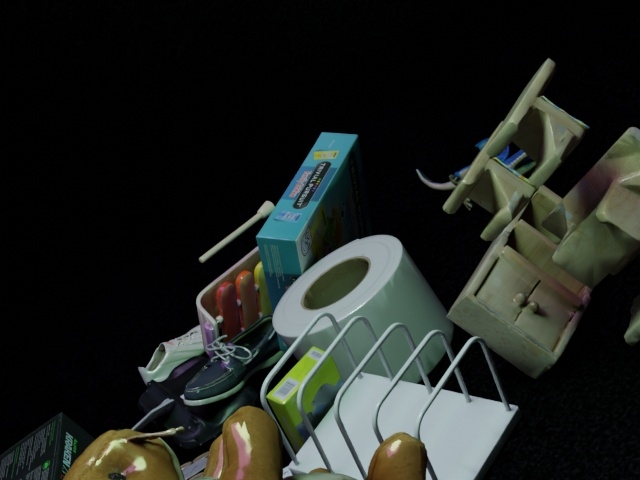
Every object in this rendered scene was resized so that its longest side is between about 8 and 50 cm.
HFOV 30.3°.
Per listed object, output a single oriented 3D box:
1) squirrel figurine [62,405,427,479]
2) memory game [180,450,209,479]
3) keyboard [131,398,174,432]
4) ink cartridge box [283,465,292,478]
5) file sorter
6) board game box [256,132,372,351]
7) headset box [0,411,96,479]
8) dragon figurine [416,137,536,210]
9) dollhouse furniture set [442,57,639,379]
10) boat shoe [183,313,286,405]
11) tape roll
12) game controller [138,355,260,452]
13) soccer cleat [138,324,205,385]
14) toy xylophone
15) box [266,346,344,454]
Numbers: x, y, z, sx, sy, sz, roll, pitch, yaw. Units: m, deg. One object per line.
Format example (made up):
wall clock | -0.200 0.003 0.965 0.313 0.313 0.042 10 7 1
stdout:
squirrel figurine | -0.116 0.380 1.294 0.281 0.370 0.397 153 126 -64
memory game | -0.212 0.381 1.916 0.186 0.012 0.186 -28 4 2
keyboard | -0.360 0.366 2.118 0.256 0.014 0.072 -43 -3 25
ink cartridge box | -0.029 0.354 1.707 0.115 0.063 0.029 -31 23 8
file sorter | 0.087 0.220 1.586 0.277 0.173 0.193 7 44 40
board game box | 0.000 0.000 2.135 0.079 0.254 0.336 5 38 20
headset box | -0.326 0.433 1.679 0.131 0.283 0.246 -35 29 15
dragon figurine | 0.316 -0.133 2.181 0.144 0.085 0.289 -45 24 -24
dollhouse furniture set | 0.362 -0.025 1.555 0.256 0.362 0.394 -54 -2 -35
boat shoe | -0.151 0.209 2.075 0.095 0.079 0.254 8 27 41
tape roll | 0.068 0.130 1.888 0.246 0.169 0.246 -30 23 14
game controller | -0.225 0.293 2.149 0.166 0.067 0.319 -27 19 -19
soccer cleat | -0.276 0.216 2.337 0.196 0.076 0.068 -46 24 -27
toy xylophone | -0.124 0.077 2.201 0.081 0.236 0.323 26 57 30
box | -0.005 0.256 1.748 0.042 0.178 0.109 21 56 41
